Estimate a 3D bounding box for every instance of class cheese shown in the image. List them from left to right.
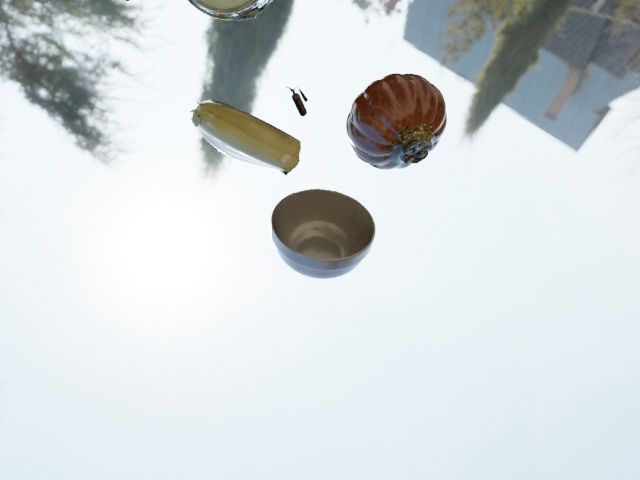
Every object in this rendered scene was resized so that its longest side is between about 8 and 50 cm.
[{"bbox_3d":[-0.199,-0.281,2.060,0.315,0.128,0.259,23,177,-5],"label":"cheese"}]

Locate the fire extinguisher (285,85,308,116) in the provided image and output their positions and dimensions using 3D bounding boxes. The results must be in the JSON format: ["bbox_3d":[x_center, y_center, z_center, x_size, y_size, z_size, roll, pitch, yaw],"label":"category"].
[{"bbox_3d":[-0.055,-0.380,2.079,0.032,0.046,0.100,42,166,39],"label":"fire extinguisher"}]

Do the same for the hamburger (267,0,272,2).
[{"bbox_3d":[-0.226,-0.787,2.300,0.215,0.122,0.189,20,-178,-8],"label":"hamburger"}]

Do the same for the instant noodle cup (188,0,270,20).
[{"bbox_3d":[-0.226,-0.665,1.845,0.296,0.297,0.214,22,-163,-11],"label":"instant noodle cup"}]

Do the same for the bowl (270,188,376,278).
[{"bbox_3d":[0.000,0.000,2.146,0.286,0.144,0.287,5,-136,-5],"label":"bowl"}]

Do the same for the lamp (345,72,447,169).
[{"bbox_3d":[0.162,-0.250,1.649,0.223,0.223,0.197,5,-136,-37],"label":"lamp"}]
